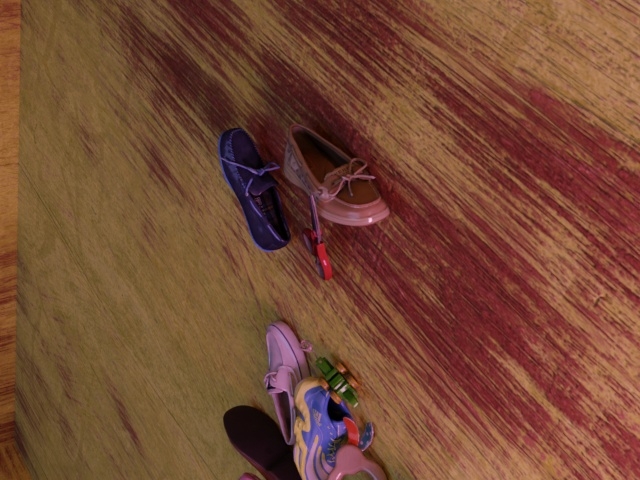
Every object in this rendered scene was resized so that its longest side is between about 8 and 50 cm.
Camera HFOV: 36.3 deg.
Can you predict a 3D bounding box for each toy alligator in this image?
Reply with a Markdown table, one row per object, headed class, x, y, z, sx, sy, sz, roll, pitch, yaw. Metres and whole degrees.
| class | x | y | z | sx | sy | sz | roll | pitch | yaw |
| --- | --- | --- | --- | --- | --- | --- | --- | --- | --- |
| toy alligator | 0.025 | 0.265 | 1.906 | 0.190 | 0.056 | 0.051 | 46 | 178 | 37 |

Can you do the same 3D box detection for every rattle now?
| class | x | y | z | sx | sy | sz | roll | pitch | yaw |
| --- | --- | --- | --- | --- | --- | --- | --- | --- | --- |
| rattle | 0.081 | 0.451 | 1.910 | 0.130 | 0.142 | 0.200 | -17 | 71 | 26 |

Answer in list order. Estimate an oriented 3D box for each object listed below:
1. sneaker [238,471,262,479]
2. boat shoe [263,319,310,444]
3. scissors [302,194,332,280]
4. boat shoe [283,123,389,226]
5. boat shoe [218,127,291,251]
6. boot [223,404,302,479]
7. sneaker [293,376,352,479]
| class | x | y | z | sx | sy | sz | roll | pitch | yaw |
| --- | --- | --- | --- | --- | --- | --- | --- | --- | --- |
| sneaker | -0.123 | 0.600 | 2.120 | 0.095 | 0.104 | 0.236 | 32 | 158 | 51 |
| boat shoe | -0.073 | 0.296 | 2.029 | 0.095 | 0.084 | 0.258 | -32 | 76 | 56 |
| scissors | 0.000 | 0.000 | 1.751 | 0.297 | 0.021 | 0.109 | 105 | 142 | -75 |
| boat shoe | 0.017 | -0.114 | 1.707 | 0.285 | 0.104 | 0.089 | 37 | 142 | 45 |
| boat shoe | -0.115 | -0.108 | 1.945 | 0.089 | 0.109 | 0.258 | -9 | 111 | 50 |
| boot | -0.119 | 0.487 | 2.167 | 0.305 | 0.112 | 0.115 | 40 | 144 | 40 |
| sneaker | 0.007 | 0.395 | 1.943 | 0.126 | 0.091 | 0.240 | 1 | 102 | 56 |
